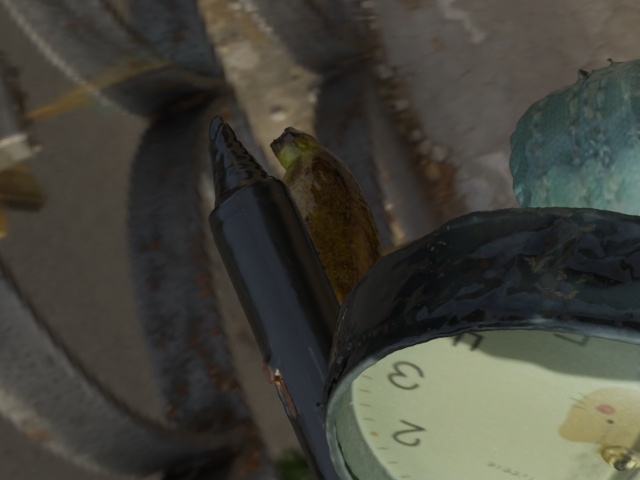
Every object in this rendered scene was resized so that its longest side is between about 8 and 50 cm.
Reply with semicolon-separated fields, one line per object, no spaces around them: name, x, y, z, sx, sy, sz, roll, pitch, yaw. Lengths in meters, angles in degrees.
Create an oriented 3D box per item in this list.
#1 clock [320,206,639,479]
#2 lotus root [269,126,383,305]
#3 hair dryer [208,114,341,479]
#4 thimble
clock;0.108;0.076;0.678;0.226;0.049;0.226;14;145;10
lotus root;0.000;0.000;1.455;0.094;0.108;0.190;-6;79;25
hair dryer;-0.015;0.088;1.050;0.189;0.107;0.352;-18;70;-20
thimble;0.270;-0.044;1.667;0.143;0.198;0.235;-19;82;28
